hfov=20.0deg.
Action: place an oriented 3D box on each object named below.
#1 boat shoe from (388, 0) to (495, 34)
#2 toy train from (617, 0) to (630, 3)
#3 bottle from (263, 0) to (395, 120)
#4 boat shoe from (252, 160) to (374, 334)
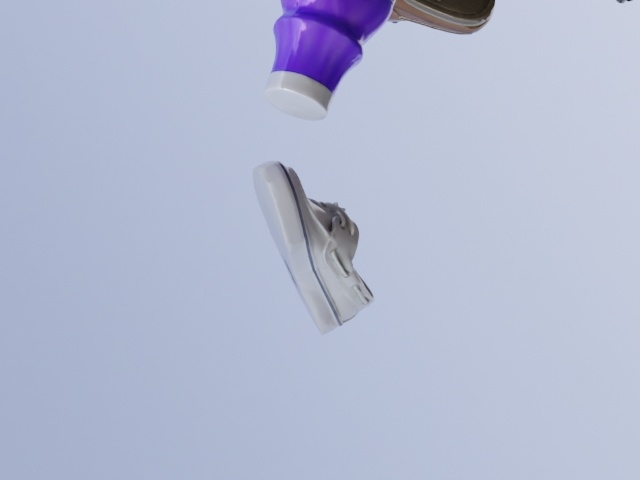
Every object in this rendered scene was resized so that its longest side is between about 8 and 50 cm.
[{"bbox_3d":[0.105,-0.347,2.420,0.307,0.104,0.110,34,-120,26],"label":"boat shoe"},{"bbox_3d":[0.363,-0.318,1.925,0.036,0.158,0.027,52,-154,20],"label":"toy train"},{"bbox_3d":[0.020,-0.257,1.798,0.118,0.092,0.283,29,-109,-30],"label":"bottle"},{"bbox_3d":[0.000,0.000,1.972,0.096,0.088,0.267,58,173,45],"label":"boat shoe"}]
